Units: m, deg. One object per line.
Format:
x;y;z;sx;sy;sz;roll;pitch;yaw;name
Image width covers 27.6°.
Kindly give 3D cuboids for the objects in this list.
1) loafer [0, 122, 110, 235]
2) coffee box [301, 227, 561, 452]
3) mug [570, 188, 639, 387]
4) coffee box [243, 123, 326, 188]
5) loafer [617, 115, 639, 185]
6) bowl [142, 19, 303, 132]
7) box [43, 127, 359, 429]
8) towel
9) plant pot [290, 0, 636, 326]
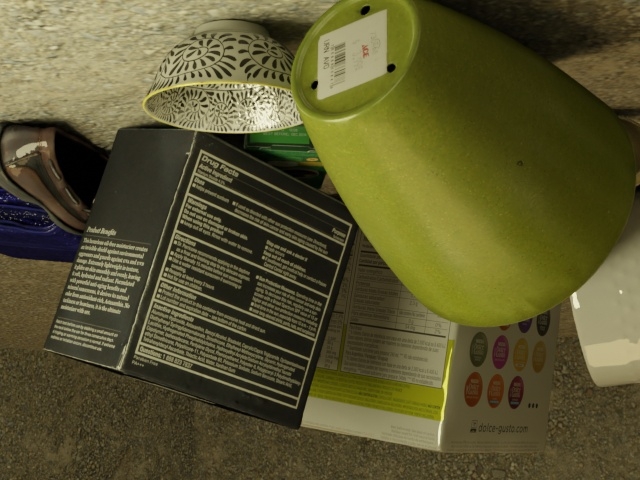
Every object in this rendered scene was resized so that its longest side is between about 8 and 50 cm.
-0.308;-0.077;1.668;0.095;0.109;0.302;-8;164;20;loafer
0.147;0.138;2.031;0.338;0.334;0.337;5;176;35;coffee box
0.545;0.099;1.862;0.328;0.374;0.276;-11;171;19;mug
-0.045;-0.107;1.658;0.113;0.040;0.184;3;168;-3;coffee box
0.264;-0.103;1.521;0.268;0.102;0.092;0;175;1;loafer
-0.086;-0.164;1.266;0.170;0.080;0.170;1;169;0;bowl
-0.138;0.047;1.619;0.296;0.294;0.182;26;168;-41;box
-0.455;-0.027;2.021;0.227;0.076;0.308;5;170;10;towel
0.110;-0.099;1.226;0.274;0.275;0.293;-8;151;36;plant pot
